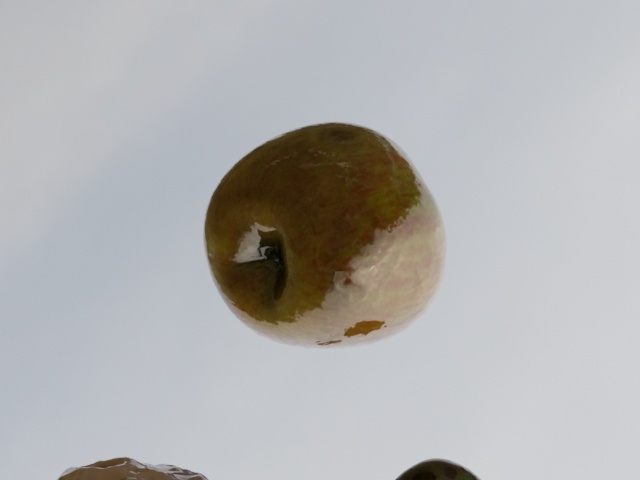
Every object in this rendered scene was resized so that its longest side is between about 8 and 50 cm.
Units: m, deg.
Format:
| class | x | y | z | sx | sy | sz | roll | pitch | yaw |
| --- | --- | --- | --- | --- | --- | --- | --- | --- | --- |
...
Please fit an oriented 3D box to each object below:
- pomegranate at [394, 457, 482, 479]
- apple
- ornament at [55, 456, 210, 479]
| class | x | y | z | sx | sy | sz | roll | pitch | yaw |
| --- | --- | --- | --- | --- | --- | --- | --- | --- | --- |
| pomegranate | 0.135 | 0.333 | 1.913 | 0.148 | 0.169 | 0.148 | -5 | -133 | 5 |
| apple | 0.000 | 0.000 | 1.838 | 0.264 | 0.264 | 0.264 | -35 | -156 | 18 |
| ornament | -0.117 | 0.254 | 0.964 | 0.225 | 0.259 | 0.259 | 21 | -115 | 48 |
